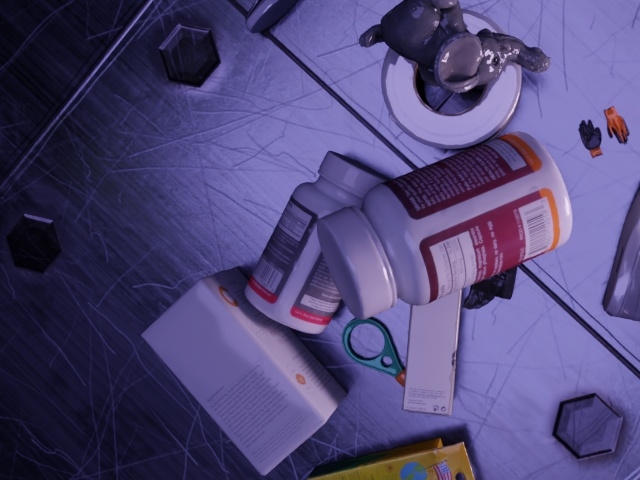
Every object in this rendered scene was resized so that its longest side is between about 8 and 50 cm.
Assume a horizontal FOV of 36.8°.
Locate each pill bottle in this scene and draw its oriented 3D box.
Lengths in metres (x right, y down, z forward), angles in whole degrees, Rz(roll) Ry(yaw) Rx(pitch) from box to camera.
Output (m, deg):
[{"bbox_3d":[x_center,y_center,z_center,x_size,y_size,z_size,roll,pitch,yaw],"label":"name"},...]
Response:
[{"bbox_3d":[0.000,0.000,1.805,0.176,0.176,0.318,29,100,8],"label":"pill bottle"},{"bbox_3d":[0.208,-0.021,1.655,0.392,0.224,0.224,-22,90,-10],"label":"pill bottle"}]

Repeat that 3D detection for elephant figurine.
[{"bbox_3d":[0.226,-0.312,1.581,0.186,0.169,0.239,-29,105,41],"label":"elephant figurine"}]

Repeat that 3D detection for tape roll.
[{"bbox_3d":[0.240,-0.285,1.736,0.246,0.169,0.246,1,94,11],"label":"tape roll"}]

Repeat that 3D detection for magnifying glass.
[{"bbox_3d":[0.136,0.242,1.873,0.231,0.026,0.092,44,101,5],"label":"magnifying glass"}]

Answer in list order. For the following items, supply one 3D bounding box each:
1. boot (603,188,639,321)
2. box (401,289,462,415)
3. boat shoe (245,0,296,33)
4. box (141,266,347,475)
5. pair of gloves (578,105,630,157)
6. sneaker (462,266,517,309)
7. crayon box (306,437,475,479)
[{"bbox_3d":[0.605,0.026,1.731,0.123,0.095,0.258,14,106,5],"label":"boot"},{"bbox_3d":[0.211,0.181,1.796,0.094,0.113,0.275,5,91,9],"label":"box"},{"bbox_3d":[-0.073,-0.500,1.834,0.076,0.080,0.228,45,101,12],"label":"boat shoe"},{"bbox_3d":[-0.138,0.239,1.833,0.168,0.215,0.345,-43,85,12],"label":"box"},{"bbox_3d":[0.520,-0.199,1.763,0.083,0.010,0.074,-25,90,16],"label":"pair of gloves"},{"bbox_3d":[0.324,0.051,1.804,0.089,0.051,0.170,9,100,7],"label":"sneaker"},{"bbox_3d":[0.155,0.510,1.861,0.319,0.081,0.202,-16,91,13],"label":"crayon box"}]
